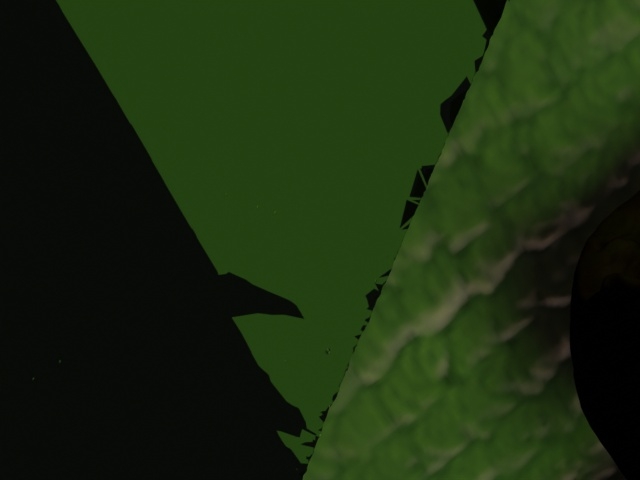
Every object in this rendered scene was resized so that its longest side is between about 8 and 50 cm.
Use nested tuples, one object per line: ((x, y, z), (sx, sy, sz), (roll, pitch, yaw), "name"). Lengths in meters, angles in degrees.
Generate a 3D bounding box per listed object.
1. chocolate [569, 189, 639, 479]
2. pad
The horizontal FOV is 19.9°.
((0.146, 0.019, 0.566), (0.133, 0.127, 0.124), (-32, 73, -21), "chocolate")
((0.010, 0.008, 0.562), (0.323, 0.055, 0.250), (19, 100, -30), "pad")
